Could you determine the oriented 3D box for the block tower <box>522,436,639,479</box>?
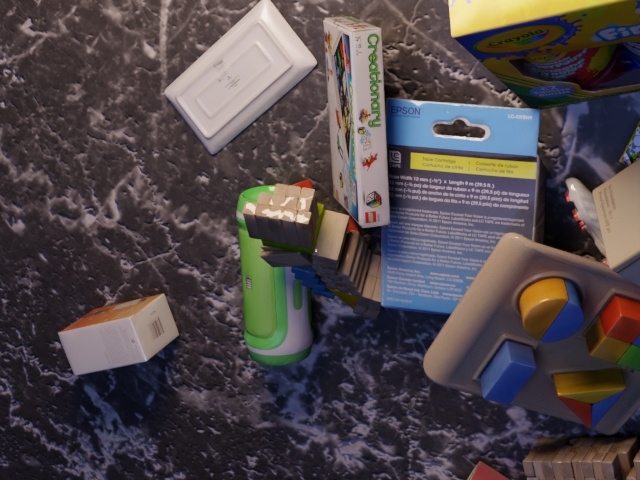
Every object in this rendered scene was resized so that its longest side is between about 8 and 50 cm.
[{"bbox_3d":[0.506,0.374,1.865,0.335,0.097,0.091,-6,106,34],"label":"block tower"}]

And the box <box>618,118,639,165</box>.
[{"bbox_3d":[0.509,-0.184,1.719,0.059,0.054,0.169,27,116,12],"label":"box"}]

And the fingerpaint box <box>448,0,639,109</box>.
[{"bbox_3d":[0.432,-0.321,1.506,0.445,0.371,0.163,-8,77,24],"label":"fingerpaint box"}]

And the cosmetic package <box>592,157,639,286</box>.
[{"bbox_3d":[0.546,-0.073,1.628,0.113,0.160,0.309,26,132,-30],"label":"cosmetic package"}]

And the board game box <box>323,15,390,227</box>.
[{"bbox_3d":[0.056,-0.192,1.829,0.053,0.193,0.305,-7,108,-11],"label":"board game box"}]

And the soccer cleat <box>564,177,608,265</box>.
[{"bbox_3d":[0.449,-0.022,1.798,0.076,0.068,0.196,-32,95,13],"label":"soccer cleat"}]

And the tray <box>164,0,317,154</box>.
[{"bbox_3d":[-0.145,-0.274,1.972,0.270,0.030,0.145,-37,90,28],"label":"tray"}]

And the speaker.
[{"bbox_3d":[-0.078,0.060,2.004,0.131,0.131,0.296,4,109,21],"label":"speaker"}]

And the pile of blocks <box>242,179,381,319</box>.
[{"bbox_3d":[0.000,0.000,1.898,0.149,0.112,0.362,-2,149,33],"label":"pile of blocks"}]

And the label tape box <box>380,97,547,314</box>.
[{"bbox_3d":[0.230,-0.055,1.847,0.249,0.115,0.347,6,107,19],"label":"label tape box"}]

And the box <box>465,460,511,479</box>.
[{"bbox_3d":[0.324,0.519,1.992,0.232,0.127,0.148,32,116,9],"label":"box"}]

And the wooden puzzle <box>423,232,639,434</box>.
[{"bbox_3d":[0.375,0.168,1.785,0.348,0.080,0.322,20,128,-10],"label":"wooden puzzle"}]

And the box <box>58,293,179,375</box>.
[{"bbox_3d":[-0.376,0.175,2.162,0.170,0.130,0.091,-13,103,25],"label":"box"}]
